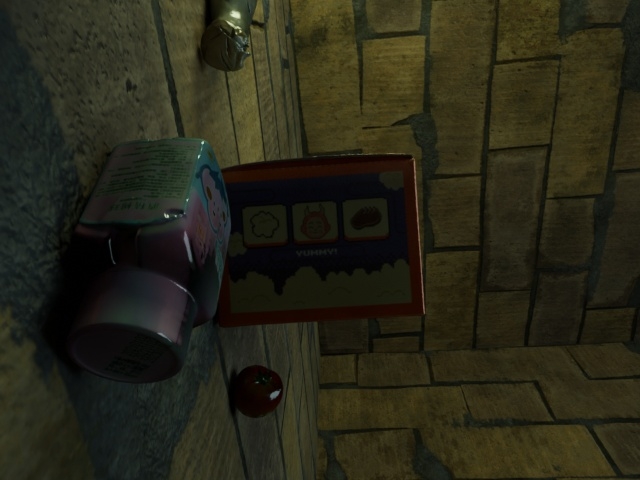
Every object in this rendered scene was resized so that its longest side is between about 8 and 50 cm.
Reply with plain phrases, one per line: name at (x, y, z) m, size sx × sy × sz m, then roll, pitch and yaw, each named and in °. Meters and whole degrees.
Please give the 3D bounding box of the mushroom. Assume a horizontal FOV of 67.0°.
mushroom at (-0.147, -0.358, 0.786) m, size 0.092 × 0.081 × 0.223 m, roll 116°, pitch -21°, yaw -56°

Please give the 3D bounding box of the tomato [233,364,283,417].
tomato at (-0.108, 0.259, 0.820) m, size 0.087 × 0.087 × 0.075 m, roll -88°, pitch -158°, yaw -62°

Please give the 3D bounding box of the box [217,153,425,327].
box at (0.000, 0.000, 0.882) m, size 0.349 × 0.319 × 0.256 m, roll 16°, pitch 70°, yaw -86°

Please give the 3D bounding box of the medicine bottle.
medicine bottle at (-0.134, 0.012, 0.396) m, size 0.119 × 0.095 × 0.188 m, roll 86°, pitch 2°, yaw -46°
